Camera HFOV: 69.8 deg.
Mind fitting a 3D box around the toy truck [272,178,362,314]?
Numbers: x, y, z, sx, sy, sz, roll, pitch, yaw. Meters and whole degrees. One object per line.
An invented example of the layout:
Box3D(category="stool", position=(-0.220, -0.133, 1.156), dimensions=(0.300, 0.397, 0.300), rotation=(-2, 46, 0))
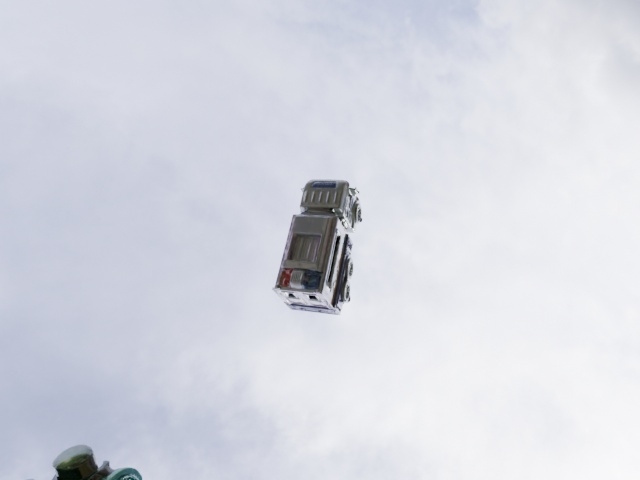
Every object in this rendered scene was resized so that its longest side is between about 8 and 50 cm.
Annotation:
Box3D(category="toy truck", position=(0.000, 0.000, 0.917), dimensions=(0.124, 0.155, 0.268), rotation=(3, -114, 19))

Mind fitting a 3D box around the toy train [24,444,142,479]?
Box3D(category="toy train", position=(-0.261, 0.330, 0.481), dimensions=(0.107, 0.154, 0.198), rotation=(-5, -80, 22))
